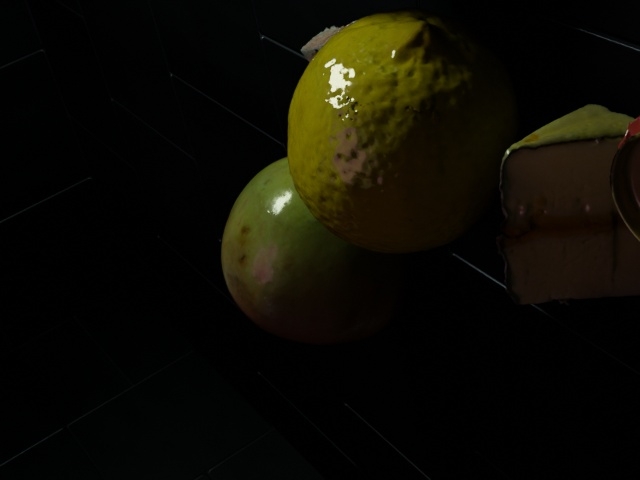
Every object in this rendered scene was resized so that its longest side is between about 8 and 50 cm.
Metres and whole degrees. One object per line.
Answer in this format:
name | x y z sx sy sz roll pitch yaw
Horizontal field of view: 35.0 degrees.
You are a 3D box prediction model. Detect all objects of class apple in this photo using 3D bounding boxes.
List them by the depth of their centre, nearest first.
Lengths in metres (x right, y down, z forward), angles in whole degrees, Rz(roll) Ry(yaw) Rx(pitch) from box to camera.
apple | 0.000 0.000 1.717 0.338 0.338 0.305 40 134 40

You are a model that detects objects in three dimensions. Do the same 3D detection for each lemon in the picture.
lemon | 0.105 -0.138 1.340 0.336 0.336 0.336 46 154 30

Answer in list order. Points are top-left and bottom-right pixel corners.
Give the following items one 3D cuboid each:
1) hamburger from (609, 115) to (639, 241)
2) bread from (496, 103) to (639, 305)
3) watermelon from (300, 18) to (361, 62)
hamburger | 0.394 -0.067 1.036 0.175 0.136 0.175 43 147 37
bread | 0.313 -0.018 1.217 0.135 0.178 0.240 34 144 49
watermelon | 0.050 -0.279 1.598 0.241 0.094 0.154 30 153 53
